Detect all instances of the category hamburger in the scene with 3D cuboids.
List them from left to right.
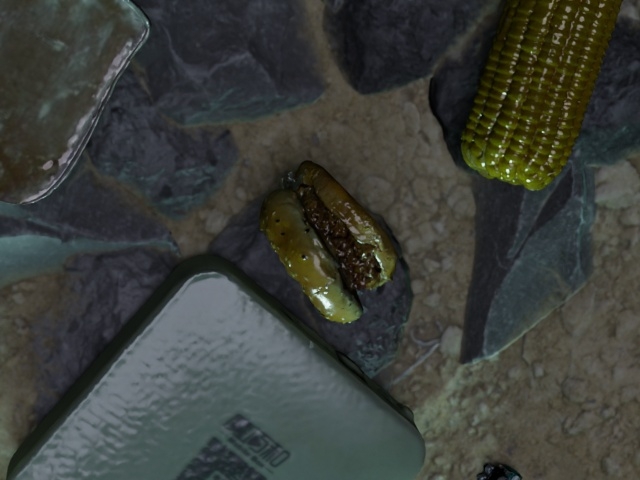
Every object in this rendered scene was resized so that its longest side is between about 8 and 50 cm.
[{"bbox_3d":[0.000,0.000,1.198,0.113,0.177,0.185,-45,63,1],"label":"hamburger"}]

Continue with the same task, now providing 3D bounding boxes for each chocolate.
[{"bbox_3d":[-0.301,-0.170,1.148,0.157,0.080,0.254,28,98,-30],"label":"chocolate"}]

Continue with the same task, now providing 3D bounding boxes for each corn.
[{"bbox_3d":[0.255,-0.227,1.212,0.131,0.131,0.345,16,96,-13],"label":"corn"}]

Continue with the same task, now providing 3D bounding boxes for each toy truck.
[{"bbox_3d":[0.211,0.314,1.363,0.044,0.039,0.083,32,93,-29],"label":"toy truck"}]

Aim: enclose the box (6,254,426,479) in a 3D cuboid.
[{"bbox_3d":[-0.115,0.252,1.267,0.367,0.090,0.373,41,91,-16],"label":"box"}]
